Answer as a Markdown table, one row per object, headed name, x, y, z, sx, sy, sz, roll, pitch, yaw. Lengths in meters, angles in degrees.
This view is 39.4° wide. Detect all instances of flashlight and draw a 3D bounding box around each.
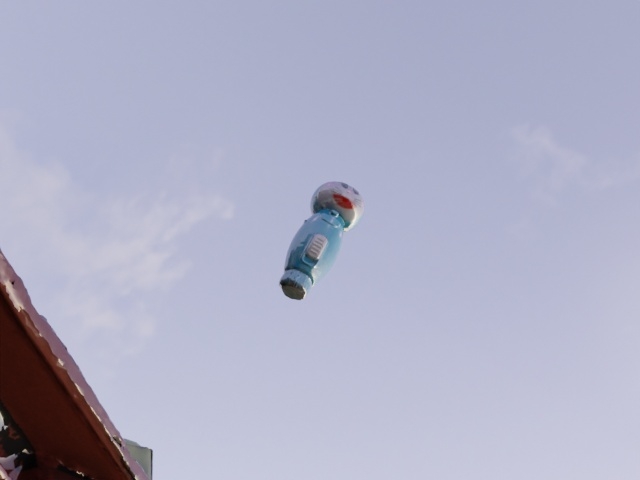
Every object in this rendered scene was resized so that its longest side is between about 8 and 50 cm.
| name | x | y | z | sx | sy | sz | roll | pitch | yaw |
| --- | --- | --- | --- | --- | --- | --- | --- | --- | --- |
| flashlight | 0.000 | 0.000 | 0.784 | 0.051 | 0.129 | 0.051 | 17 | -38 | 13 |

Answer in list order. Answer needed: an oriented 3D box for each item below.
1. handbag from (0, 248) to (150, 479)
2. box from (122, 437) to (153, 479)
| name | x | y | z | sx | sy | sz | roll | pitch | yaw |
| --- | --- | --- | --- | --- | --- | --- | --- | --- | --- |
| handbag | -0.226 | 0.049 | 0.427 | 0.260 | 0.084 | 0.275 | 12 | -45 | 32 |
| box | -0.332 | 0.354 | 0.755 | 0.373 | 0.420 | 0.138 | 22 | -42 | -37 |
